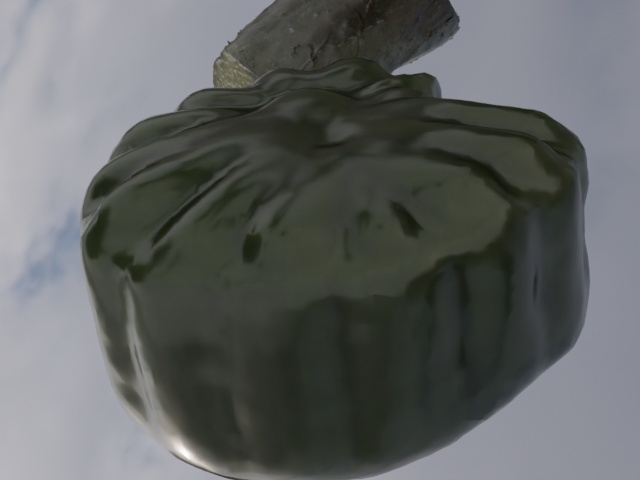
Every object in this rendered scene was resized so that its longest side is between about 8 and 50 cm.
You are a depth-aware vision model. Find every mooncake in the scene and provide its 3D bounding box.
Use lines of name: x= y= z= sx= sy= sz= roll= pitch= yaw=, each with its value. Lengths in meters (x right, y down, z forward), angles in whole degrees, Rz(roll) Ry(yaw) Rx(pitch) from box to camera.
mooncake: x=0.000 y=0.000 z=0.850 sx=0.351 sy=0.187 sz=0.351 roll=-7 pitch=-151 yaw=4

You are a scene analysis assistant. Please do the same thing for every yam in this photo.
yam: x=0.008 y=-0.189 z=1.236 sx=0.254 sy=0.154 sz=0.154 roll=-38 pitch=-147 yaw=-19
